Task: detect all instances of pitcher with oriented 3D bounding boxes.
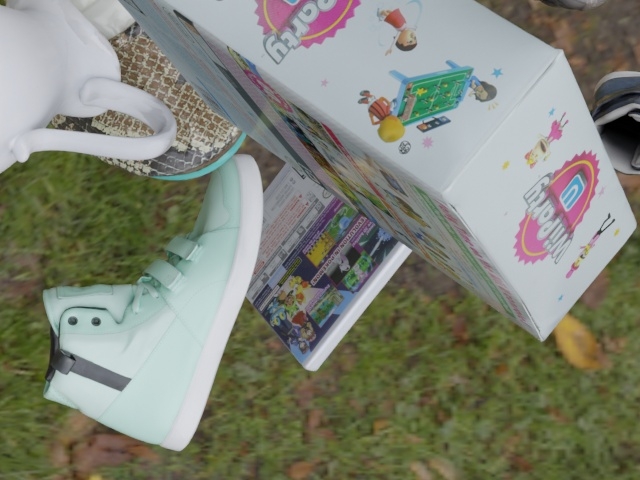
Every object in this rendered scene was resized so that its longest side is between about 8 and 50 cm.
[{"bbox_3d":[-0.208,-0.091,0.978,0.177,0.125,0.207,32,31,18],"label":"pitcher"}]

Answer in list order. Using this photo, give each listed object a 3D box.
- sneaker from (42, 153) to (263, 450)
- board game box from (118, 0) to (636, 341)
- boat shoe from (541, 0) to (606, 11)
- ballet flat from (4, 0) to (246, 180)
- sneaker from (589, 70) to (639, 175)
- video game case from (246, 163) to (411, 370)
[{"bbox_3d":[-0.144,0.032,1.229,0.151,0.094,0.256,20,82,-16],"label":"sneaker"},{"bbox_3d":[0.018,-0.091,0.858,0.303,0.224,0.097,38,85,30],"label":"board game box"},{"bbox_3d":[0.113,-0.216,0.657,0.081,0.068,0.228,-12,117,-23],"label":"boat shoe"},{"bbox_3d":[-0.208,-0.222,1.201,0.164,0.483,0.182,-33,130,-3],"label":"ballet flat"},{"bbox_3d":[0.385,-0.122,1.522,0.163,0.226,0.086,-50,137,-64],"label":"sneaker"},{"bbox_3d":[0.000,0.000,1.522,0.201,0.183,0.023,-52,144,14],"label":"video game case"}]
